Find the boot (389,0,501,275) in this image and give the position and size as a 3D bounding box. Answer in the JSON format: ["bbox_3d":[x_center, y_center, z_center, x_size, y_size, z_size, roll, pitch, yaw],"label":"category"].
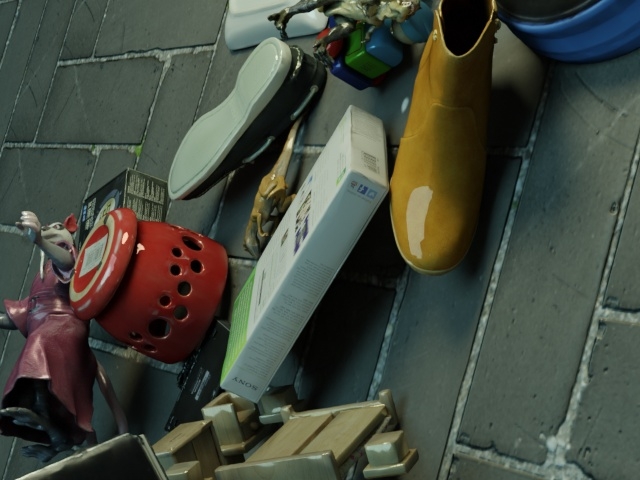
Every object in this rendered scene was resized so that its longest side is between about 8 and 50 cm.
[{"bbox_3d":[0.135,-0.132,1.612,0.211,0.104,0.295,91,-173,-63],"label":"boot"}]

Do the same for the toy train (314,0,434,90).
[{"bbox_3d":[0.076,-0.327,1.903,0.143,0.105,0.248,-23,54,38],"label":"toy train"}]

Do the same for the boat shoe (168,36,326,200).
[{"bbox_3d":[-0.106,-0.152,2.090,0.302,0.091,0.114,-44,42,35],"label":"boat shoe"}]

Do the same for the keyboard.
[{"bbox_3d":[-0.164,0.195,2.063,0.108,0.023,0.180,34,102,52],"label":"keyboard"}]

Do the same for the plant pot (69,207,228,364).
[{"bbox_3d":[-0.249,0.060,2.100,0.191,0.174,0.191,-44,33,40],"label":"plant pot"}]

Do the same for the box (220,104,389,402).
[{"bbox_3d":[-0.019,0.013,1.814,0.322,0.058,0.232,-58,11,21],"label":"box"}]

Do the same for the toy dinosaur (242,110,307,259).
[{"bbox_3d":[-0.062,-0.073,2.008,0.112,0.064,0.211,37,105,59],"label":"toy dinosaur"}]

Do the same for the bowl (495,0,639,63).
[{"bbox_3d":[0.306,-0.384,1.590,0.391,0.077,0.391,-32,49,46],"label":"bowl"}]

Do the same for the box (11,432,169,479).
[{"bbox_3d":[-0.262,0.532,1.523,0.480,0.297,0.472,59,145,16],"label":"box"}]

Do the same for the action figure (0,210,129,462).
[{"bbox_3d":[-0.376,0.120,2.202,0.248,0.276,0.370,-40,38,47],"label":"action figure"}]

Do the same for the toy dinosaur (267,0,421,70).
[{"bbox_3d":[0.010,-0.281,1.828,0.268,0.064,0.118,27,68,40],"label":"toy dinosaur"}]

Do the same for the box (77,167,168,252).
[{"bbox_3d":[-0.315,0.000,2.347,0.147,0.077,0.180,-28,51,47],"label":"box"}]

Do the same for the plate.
[{"bbox_3d":[-0.050,-0.428,2.198,0.277,0.045,0.278,1,74,58],"label":"plate"}]

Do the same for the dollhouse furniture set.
[{"bbox_3d":[-0.002,0.277,1.694,0.355,0.303,0.174,-12,100,25],"label":"dollhouse furniture set"}]
